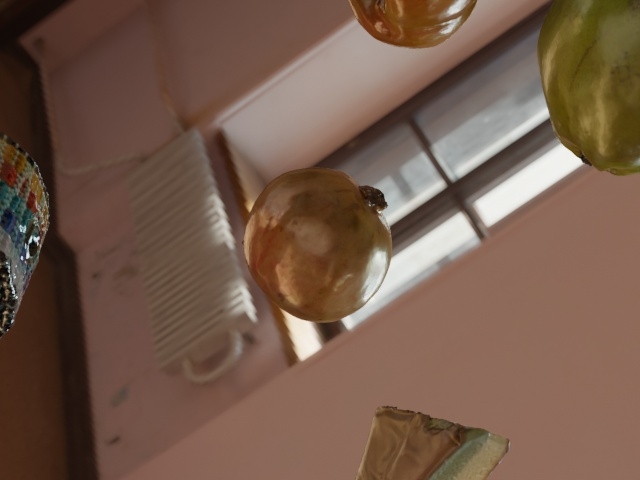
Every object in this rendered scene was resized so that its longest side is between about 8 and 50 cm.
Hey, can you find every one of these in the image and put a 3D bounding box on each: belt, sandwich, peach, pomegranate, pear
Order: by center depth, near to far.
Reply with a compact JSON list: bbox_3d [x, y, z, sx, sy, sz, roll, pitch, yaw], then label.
[{"bbox_3d":[-0.353,0.009,1.036,0.207,0.257,0.150,44,34,-28],"label":"belt"},{"bbox_3d":[0.090,-0.248,1.110,0.138,0.138,0.138,53,9,-13],"label":"peach"},{"bbox_3d":[0.335,-0.202,1.280,0.212,0.269,0.212,18,6,-2],"label":"pear"},{"bbox_3d":[-0.002,0.003,1.492,0.191,0.191,0.191,53,9,-13],"label":"pomegranate"},{"bbox_3d":[0.160,0.357,1.820,0.108,0.186,0.220,25,-15,-34],"label":"sandwich"}]
